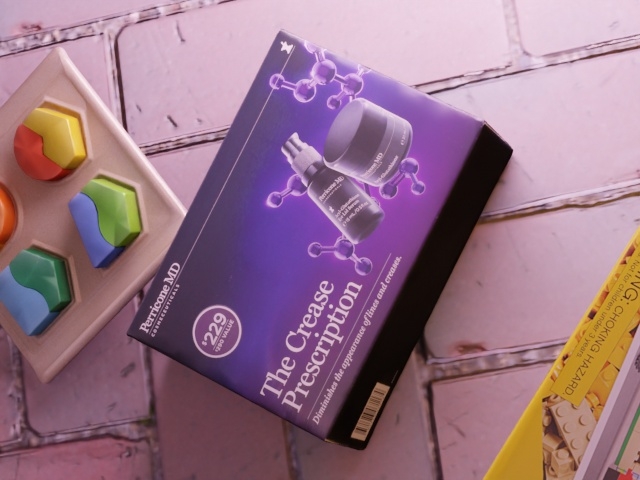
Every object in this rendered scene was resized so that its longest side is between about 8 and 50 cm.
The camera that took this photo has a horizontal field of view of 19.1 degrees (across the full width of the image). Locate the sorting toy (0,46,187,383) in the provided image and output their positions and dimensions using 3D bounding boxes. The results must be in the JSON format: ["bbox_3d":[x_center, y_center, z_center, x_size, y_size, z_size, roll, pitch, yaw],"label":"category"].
[{"bbox_3d":[-0.219,-0.020,1.521,0.193,0.038,0.208,-44,69,21],"label":"sorting toy"}]

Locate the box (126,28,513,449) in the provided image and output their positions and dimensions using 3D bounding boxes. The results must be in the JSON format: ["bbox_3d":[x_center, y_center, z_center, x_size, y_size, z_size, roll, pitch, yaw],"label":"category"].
[{"bbox_3d":[0.000,0.000,1.440,0.184,0.103,0.261,26,89,22],"label":"box"}]

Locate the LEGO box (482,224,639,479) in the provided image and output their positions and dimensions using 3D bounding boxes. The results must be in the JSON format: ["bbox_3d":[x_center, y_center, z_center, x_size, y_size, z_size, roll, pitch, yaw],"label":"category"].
[{"bbox_3d":[0.304,0.217,1.255,0.372,0.193,0.500,31,90,20],"label":"LEGO box"}]
